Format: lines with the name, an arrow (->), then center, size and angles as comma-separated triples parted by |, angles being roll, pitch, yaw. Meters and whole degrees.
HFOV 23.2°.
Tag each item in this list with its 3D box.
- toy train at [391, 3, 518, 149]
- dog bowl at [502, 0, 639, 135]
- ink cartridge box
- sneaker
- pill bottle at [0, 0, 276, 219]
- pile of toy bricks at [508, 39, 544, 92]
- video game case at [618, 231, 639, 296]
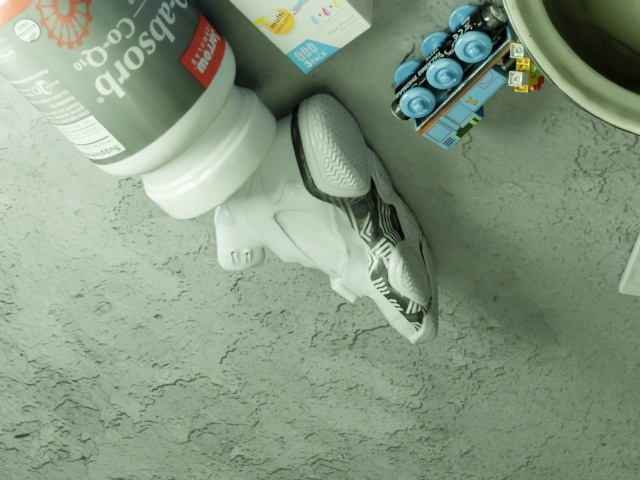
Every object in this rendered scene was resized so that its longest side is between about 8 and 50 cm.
toy train -> 0.164, -0.194, 1.806 | 0.105, 0.080, 0.184 | 28, 125, -28
dog bowl -> 0.380, -0.298, 1.546 | 0.408, 0.150, 0.408 | 1, 95, 10
ink cartridge box -> -0.038, -0.288, 1.753 | 0.104, 0.061, 0.181 | -34, 119, 28
sneaker -> 0.000, 0.000, 1.943 | 0.210, 0.137, 0.366 | -20, 120, 21
pill bottle -> -0.227, -0.204, 1.744 | 0.210, 0.210, 0.363 | -30, 122, 26
pile of toy bricks -> 0.276, -0.269, 1.717 | 0.118, 0.105, 0.212 | 9, 103, 29
video game case -> 0.472, 0.018, 1.985 | 0.143, 0.019, 0.157 | 10, 129, -4
